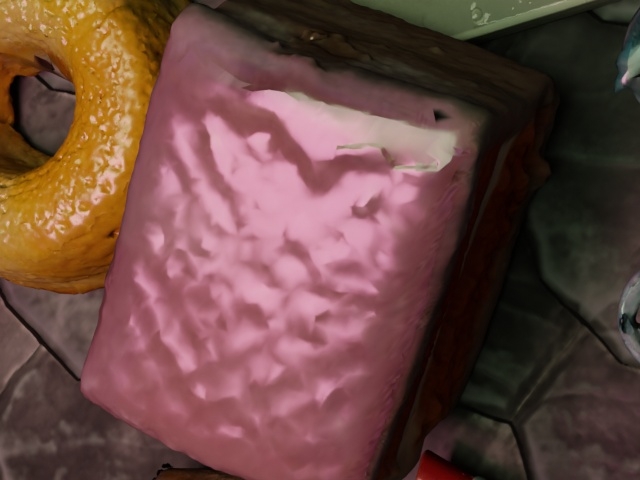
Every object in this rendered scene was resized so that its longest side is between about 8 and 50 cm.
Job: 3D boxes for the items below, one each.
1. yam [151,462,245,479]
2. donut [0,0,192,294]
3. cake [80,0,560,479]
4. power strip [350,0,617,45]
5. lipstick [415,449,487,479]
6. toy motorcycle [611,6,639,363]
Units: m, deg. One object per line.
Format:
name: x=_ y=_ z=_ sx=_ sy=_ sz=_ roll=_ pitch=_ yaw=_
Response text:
yam: x=-0.063 y=0.208 z=1.448 sx=0.127 sy=0.084 sz=0.084 roll=1 pitch=92 yaw=27
donut: x=-0.228 y=-0.098 z=1.509 sx=0.303 sy=0.110 sz=0.303 roll=1 pitch=91 yaw=27
cake: x=0.000 y=0.000 z=1.301 sx=0.230 sy=0.237 sz=0.309 roll=26 pitch=112 yaw=17
power strip: x=0.125 y=-0.198 z=1.358 sx=0.367 sy=0.043 sz=0.106 roll=-15 pitch=85 yaw=27
lipstick: x=0.178 y=0.226 z=1.334 sx=0.274 sy=0.061 sz=0.068 roll=29 pitch=107 yaw=23
toy motorcycle: x=0.289 y=-0.041 z=1.231 sx=0.206 sy=0.154 sz=0.260 roll=-2 pitch=99 yaw=5
